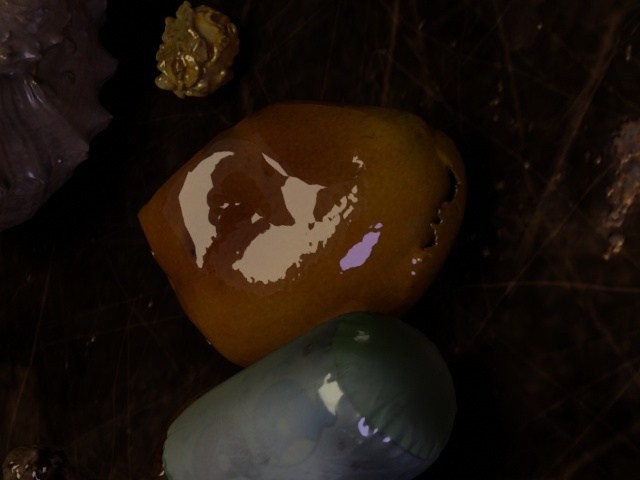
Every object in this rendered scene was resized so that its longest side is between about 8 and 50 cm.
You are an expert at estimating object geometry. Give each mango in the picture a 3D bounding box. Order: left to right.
[{"bbox_3d":[0.000,0.000,1.187,0.236,0.136,0.166,-41,66,30],"label":"mango"}]

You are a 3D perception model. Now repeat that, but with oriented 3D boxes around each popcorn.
[{"bbox_3d":[-0.104,-0.158,1.425,0.083,0.057,0.082,-20,63,51],"label":"popcorn"}]

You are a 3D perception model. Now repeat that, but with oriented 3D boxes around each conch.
[{"bbox_3d":[-0.293,-0.124,1.552,0.352,0.210,0.297,112,161,-59],"label":"conch"}]

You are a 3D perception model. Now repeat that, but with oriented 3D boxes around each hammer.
[{"bbox_3d":[-0.003,0.213,1.050,0.206,0.119,0.335,-36,42,34],"label":"hammer"}]

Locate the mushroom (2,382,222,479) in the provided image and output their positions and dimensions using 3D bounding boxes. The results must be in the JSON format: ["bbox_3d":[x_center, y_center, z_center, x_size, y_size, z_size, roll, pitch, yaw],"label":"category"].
[{"bbox_3d":[-0.141,0.202,1.233,0.148,0.217,0.227,13,90,52],"label":"mushroom"}]
